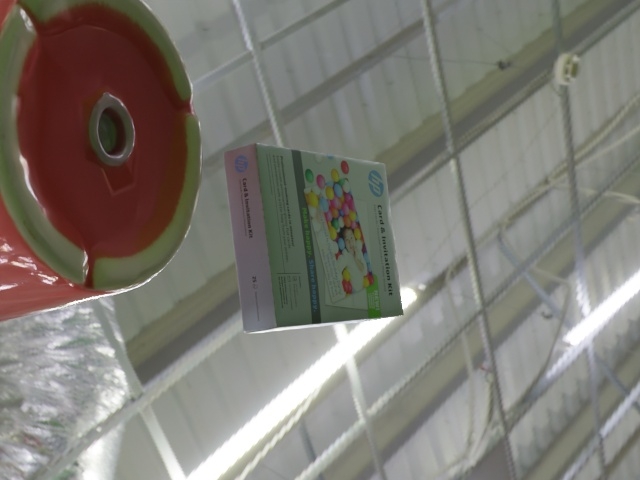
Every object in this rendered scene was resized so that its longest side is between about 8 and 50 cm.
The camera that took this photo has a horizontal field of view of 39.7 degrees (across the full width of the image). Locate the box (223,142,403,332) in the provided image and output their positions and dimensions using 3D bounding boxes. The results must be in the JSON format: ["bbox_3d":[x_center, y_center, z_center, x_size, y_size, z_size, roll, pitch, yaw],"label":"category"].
[{"bbox_3d":[0.000,0.000,0.754,0.186,0.038,0.145,3,-102,-54],"label":"box"}]

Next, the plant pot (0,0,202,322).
[{"bbox_3d":[-0.230,-0.061,0.588,0.275,0.243,0.275,11,-102,-63],"label":"plant pot"}]
